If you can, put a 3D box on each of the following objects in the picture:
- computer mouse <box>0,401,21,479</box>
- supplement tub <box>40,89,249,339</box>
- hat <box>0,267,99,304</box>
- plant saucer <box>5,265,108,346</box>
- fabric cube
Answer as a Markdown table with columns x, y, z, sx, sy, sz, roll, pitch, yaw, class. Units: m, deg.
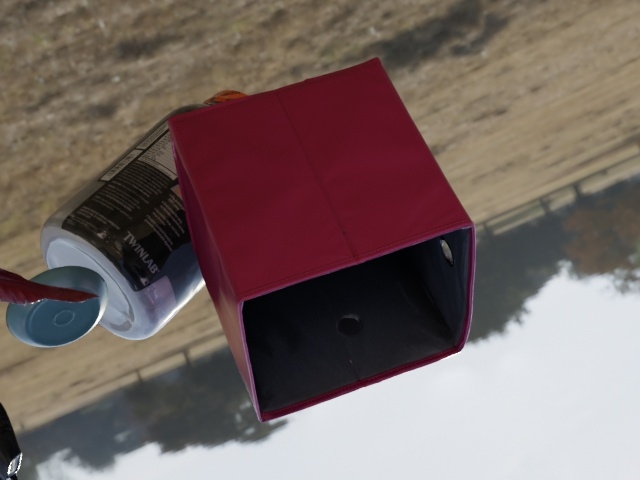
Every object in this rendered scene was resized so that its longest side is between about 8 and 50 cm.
| x | y | z | sx | sy | sz | roll | pitch | yaw | class |
| --- | --- | --- | --- | --- | --- | --- | --- | --- | --- |
| -0.337 | 0.268 | 1.227 | 0.041 | 0.242 | 0.071 | 0 | 135 | -41 | computer mouse |
| -0.196 | -0.045 | 1.557 | 0.338 | 0.207 | 0.207 | -46 | -172 | -31 | supplement tub |
| -0.328 | 0.003 | 1.003 | 0.183 | 0.173 | 0.208 | -51 | 154 | -40 | hat |
| -0.292 | 0.081 | 1.291 | 0.119 | 0.021 | 0.119 | -20 | 138 | -19 | plant saucer |
| 0.000 | 0.000 | 1.273 | 0.259 | 0.258 | 0.254 | -18 | 144 | -10 | fabric cube |
